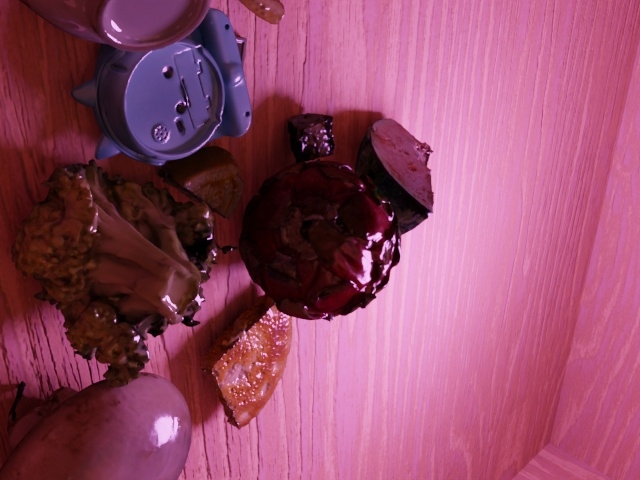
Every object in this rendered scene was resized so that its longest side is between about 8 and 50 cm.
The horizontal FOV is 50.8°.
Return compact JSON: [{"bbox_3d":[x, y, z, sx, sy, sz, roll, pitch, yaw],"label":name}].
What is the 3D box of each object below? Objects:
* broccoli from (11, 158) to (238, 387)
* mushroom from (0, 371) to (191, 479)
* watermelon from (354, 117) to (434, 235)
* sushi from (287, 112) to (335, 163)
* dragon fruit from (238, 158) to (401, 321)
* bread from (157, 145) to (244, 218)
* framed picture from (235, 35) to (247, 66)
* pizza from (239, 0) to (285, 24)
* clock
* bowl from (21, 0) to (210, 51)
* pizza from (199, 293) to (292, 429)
[{"bbox_3d":[-0.279,0.030,1.032,0.293,0.281,0.347,-38,132,-25],"label":"broccoli"},{"bbox_3d":[-0.397,0.355,1.125,0.362,0.295,0.362,-46,167,-14],"label":"mushroom"},{"bbox_3d":[0.161,-0.129,1.455,0.305,0.180,0.224,-84,160,-54],"label":"watermelon"},{"bbox_3d":[-0.024,-0.206,1.335,0.098,0.094,0.084,-16,119,-23],"label":"sushi"},{"bbox_3d":[0.003,-0.001,1.311,0.329,0.329,0.329,-24,127,-38],"label":"dragon fruit"},{"bbox_3d":[-0.197,-0.116,1.185,0.110,0.103,0.156,-56,147,-2],"label":"bread"},{"bbox_3d":[-0.216,-0.280,1.145,0.203,0.015,0.150,-9,116,-44],"label":"framed picture"},{"bbox_3d":[-0.108,-0.518,1.064,0.182,0.074,0.365,-20,132,-12],"label":"pizza"},{"bbox_3d":[-0.244,-0.226,1.058,0.274,0.094,0.223,-36,130,-30],"label":"clock"},{"bbox_3d":[-0.234,-0.344,0.847,0.337,0.157,0.337,-24,163,-8],"label":"bowl"},{"bbox_3d":[-0.162,0.244,1.431,0.226,0.086,0.335,10,101,-45],"label":"pizza"}]
